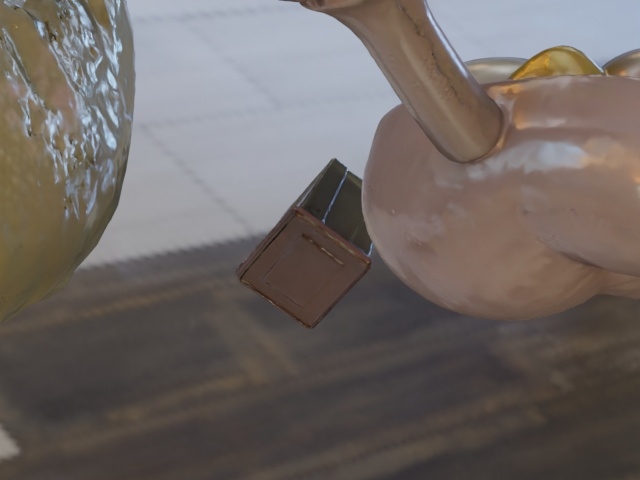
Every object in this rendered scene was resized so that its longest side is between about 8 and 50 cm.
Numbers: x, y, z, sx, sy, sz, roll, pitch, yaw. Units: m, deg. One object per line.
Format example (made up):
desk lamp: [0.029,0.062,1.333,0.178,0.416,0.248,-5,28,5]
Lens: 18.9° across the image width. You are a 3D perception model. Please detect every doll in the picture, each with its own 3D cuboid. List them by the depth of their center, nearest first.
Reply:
doll: [0.035,-0.069,0.620,0.365,0.160,0.094,40,53,-41]

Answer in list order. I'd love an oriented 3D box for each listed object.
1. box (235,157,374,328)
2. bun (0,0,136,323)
box: [0.000,0.000,1.160,0.060,0.084,0.063,36,49,-4]
bun: [-0.255,-0.075,0.779,0.360,0.211,0.359,-3,22,1]
